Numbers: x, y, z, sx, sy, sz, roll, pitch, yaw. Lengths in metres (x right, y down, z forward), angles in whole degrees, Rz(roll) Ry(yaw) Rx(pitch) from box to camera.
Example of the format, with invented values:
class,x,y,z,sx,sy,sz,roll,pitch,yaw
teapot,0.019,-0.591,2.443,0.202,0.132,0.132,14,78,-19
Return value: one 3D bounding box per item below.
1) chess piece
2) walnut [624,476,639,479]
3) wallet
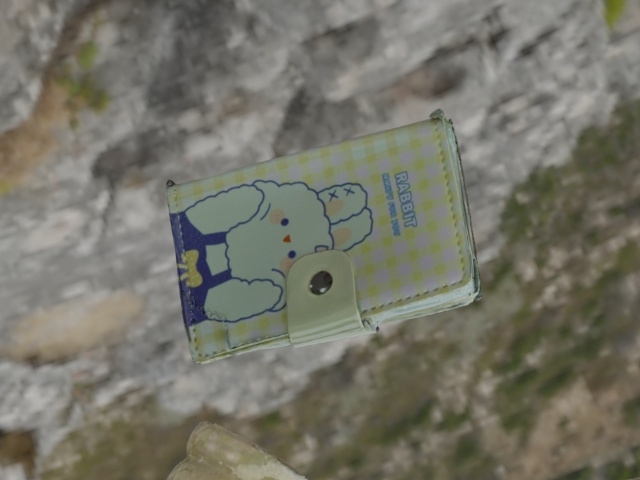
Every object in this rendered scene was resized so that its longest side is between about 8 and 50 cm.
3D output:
class,x,y,z,sx,sy,sz,roll,pitch,yaw
chess piece,-0.104,0.290,1.272,0.261,0.142,0.143,-59,174,-18
walnut,0.417,0.335,1.805,0.087,0.211,0.167,-50,173,-22
wallet,0.000,0.000,1.606,0.309,0.223,0.077,-15,155,13
